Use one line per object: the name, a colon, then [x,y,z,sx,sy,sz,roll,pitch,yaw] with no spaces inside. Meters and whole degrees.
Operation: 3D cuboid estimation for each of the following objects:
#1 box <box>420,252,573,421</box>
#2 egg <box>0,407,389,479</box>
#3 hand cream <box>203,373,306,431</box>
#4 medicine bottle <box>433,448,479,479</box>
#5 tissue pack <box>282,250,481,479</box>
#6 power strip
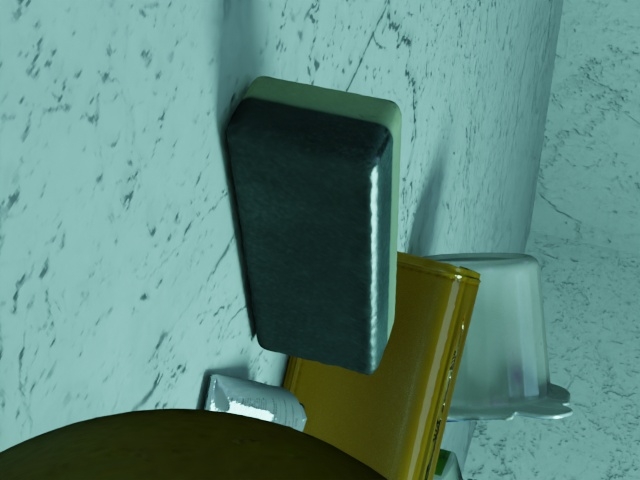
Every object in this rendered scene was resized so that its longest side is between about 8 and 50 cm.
box: [0.224,0.124,1.438,0.291,0.262,0.207,2,-83,64]
egg: [-0.057,0.225,0.386,0.283,0.282,0.351,-56,161,-54]
hand cream: [-0.057,0.141,0.801,0.142,0.053,0.084,10,93,-60]
medicine bottle: [0.132,0.343,1.385,0.088,0.188,0.132,-43,144,-65]
tissue pack: [0.054,0.146,1.018,0.194,0.145,0.275,11,92,-77]
power strip: [0.000,0.000,0.752,0.257,0.105,0.070,88,21,-48]
